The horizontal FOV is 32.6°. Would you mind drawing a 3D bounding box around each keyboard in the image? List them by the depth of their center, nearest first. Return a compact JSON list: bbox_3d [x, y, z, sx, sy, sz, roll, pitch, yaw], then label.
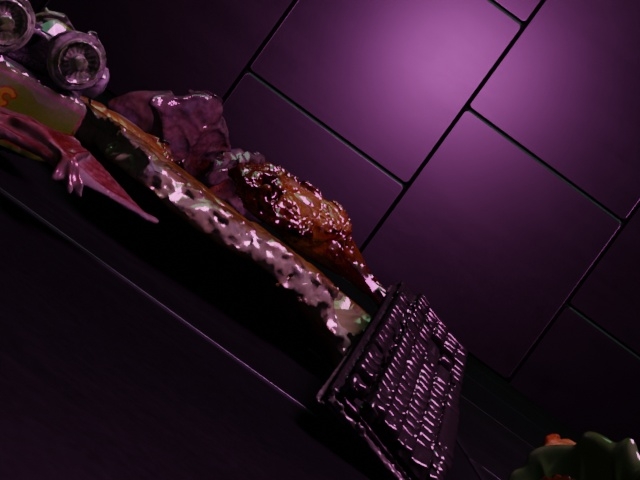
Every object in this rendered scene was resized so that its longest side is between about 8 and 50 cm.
[{"bbox_3d":[0.049,0.069,0.573,0.072,0.023,0.231,48,15,0],"label":"keyboard"}]

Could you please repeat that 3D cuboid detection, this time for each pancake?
[{"bbox_3d":[-0.085,-0.013,0.681,0.376,0.054,0.197,35,-5,18],"label":"pancake"}]

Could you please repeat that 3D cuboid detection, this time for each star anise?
[{"bbox_3d":[-0.141,-0.109,1.348,0.257,0.110,0.198,43,-3,-39],"label":"star anise"}]

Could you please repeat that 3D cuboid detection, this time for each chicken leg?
[{"bbox_3d":[-0.001,-0.002,0.695,0.145,0.037,0.062,39,18,-26],"label":"chicken leg"}]

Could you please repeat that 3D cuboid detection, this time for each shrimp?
[{"bbox_3d":[-0.200,-0.106,1.088,0.184,0.043,0.091,35,-2,-20],"label":"shrimp"}]

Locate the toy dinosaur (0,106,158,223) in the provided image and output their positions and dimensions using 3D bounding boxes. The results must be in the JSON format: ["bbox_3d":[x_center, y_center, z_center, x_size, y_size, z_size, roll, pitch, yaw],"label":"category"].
[{"bbox_3d":[-0.167,-0.055,0.475,0.220,0.032,0.108,25,9,-23],"label":"toy dinosaur"}]

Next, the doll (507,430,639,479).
[{"bbox_3d":[0.097,0.134,0.408,0.078,0.077,0.113,54,-14,50],"label":"doll"}]

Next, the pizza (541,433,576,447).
[{"bbox_3d":[0.231,0.207,0.826,0.182,0.062,0.161,37,6,-41],"label":"pizza"}]

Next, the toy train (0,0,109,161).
[{"bbox_3d":[-0.199,-0.107,0.534,0.202,0.081,0.060,26,6,-36],"label":"toy train"}]
